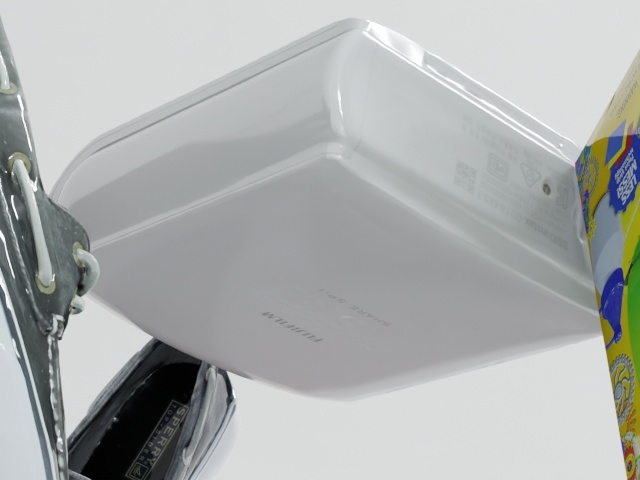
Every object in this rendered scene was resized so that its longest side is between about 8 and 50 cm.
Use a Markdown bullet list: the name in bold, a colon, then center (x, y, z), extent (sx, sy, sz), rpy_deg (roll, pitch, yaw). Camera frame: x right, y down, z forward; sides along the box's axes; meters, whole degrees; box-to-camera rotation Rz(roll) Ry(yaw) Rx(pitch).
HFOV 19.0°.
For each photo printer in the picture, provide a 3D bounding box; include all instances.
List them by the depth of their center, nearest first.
- **photo printer**: center (0.000, 0.000, 1.130), extent (0.256, 0.107, 0.307), rpy_deg (29, -31, -33)

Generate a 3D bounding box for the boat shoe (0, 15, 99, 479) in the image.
- **boat shoe**: center (-0.155, 0.007, 0.862), extent (0.119, 0.335, 0.121), rpy_deg (-6, -14, -42)

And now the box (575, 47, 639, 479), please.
- **box**: center (0.268, -0.021, 0.891), extent (0.177, 0.279, 0.290), rpy_deg (10, -44, -14)

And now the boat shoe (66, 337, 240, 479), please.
- **boat shoe**: center (-0.148, 0.186, 1.229), extent (0.108, 0.301, 0.102), rpy_deg (24, -27, 21)
